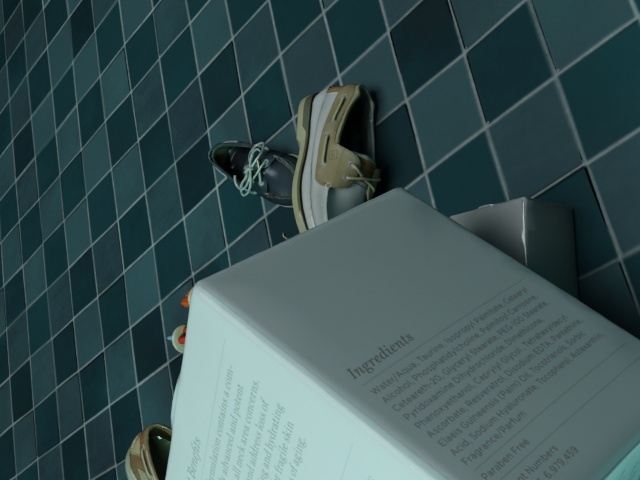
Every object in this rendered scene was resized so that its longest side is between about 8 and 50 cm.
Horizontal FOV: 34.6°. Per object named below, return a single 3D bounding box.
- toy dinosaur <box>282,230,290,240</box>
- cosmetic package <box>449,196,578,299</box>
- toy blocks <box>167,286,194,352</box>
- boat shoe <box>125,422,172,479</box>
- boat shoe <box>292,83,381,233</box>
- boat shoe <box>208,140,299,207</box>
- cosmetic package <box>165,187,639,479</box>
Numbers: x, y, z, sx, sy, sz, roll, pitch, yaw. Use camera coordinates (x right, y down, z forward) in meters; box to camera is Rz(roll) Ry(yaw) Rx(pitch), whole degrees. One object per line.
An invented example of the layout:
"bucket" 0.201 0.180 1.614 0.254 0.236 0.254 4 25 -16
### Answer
"toy dinosaur" 0.000 0.000 1.601 0.183 0.053 0.093 -41 70 25
"cosmetic package" 0.233 0.077 1.231 0.127 0.107 0.238 -12 71 50
"toy blocks" -0.229 0.142 1.854 0.148 0.054 0.123 -8 78 52
"boat shoe" -0.200 0.427 1.641 0.324 0.123 0.116 44 139 20
"boat shoe" 0.030 -0.098 1.505 0.103 0.113 0.302 -20 62 33
"boat shoe" -0.102 -0.119 1.717 0.254 0.079 0.095 32 109 50
"cosmetic package" 0.093 0.211 1.053 0.393 0.327 0.330 36 131 28
